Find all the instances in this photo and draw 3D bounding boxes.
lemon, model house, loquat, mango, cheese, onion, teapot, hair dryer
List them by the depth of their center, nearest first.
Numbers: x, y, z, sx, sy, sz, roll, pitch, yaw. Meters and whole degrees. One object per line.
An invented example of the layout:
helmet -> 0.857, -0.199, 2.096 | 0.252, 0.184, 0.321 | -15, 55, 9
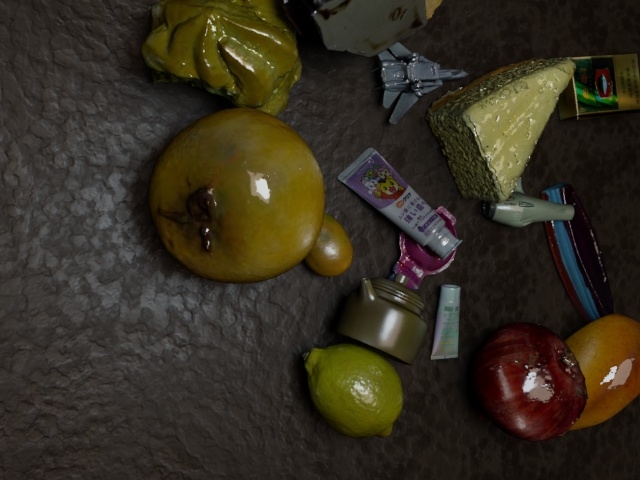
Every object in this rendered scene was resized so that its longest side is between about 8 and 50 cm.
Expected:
loquat -> -0.140, -0.085, 1.252 | 0.329, 0.328, 0.359 | 68, 25, -7
model house -> 0.025, -0.517, 1.292 | 0.317, 0.297, 0.283 | -34, 72, -15
lemon -> 0.068, 0.306, 1.381 | 0.248, 0.184, 0.184 | 45, 73, -6
mango -> 0.005, 0.000, 1.415 | 0.111, 0.089, 0.163 | -22, 89, -21
teapot -> 0.151, 0.158, 1.423 | 0.267, 0.185, 0.176 | 35, 78, -46
onion -> 0.482, 0.319, 1.523 | 0.276, 0.276, 0.277 | 1, 88, -23
cheese -> 0.231, 0.031, 1.524 | 0.155, 0.062, 0.244 | 38, 77, -16
hair dryer -> 0.526, -0.121, 1.637 | 0.218, 0.088, 0.225 | 23, 73, -5
mango -> 0.677, 0.333, 1.649 | 0.201, 0.199, 0.350 | 44, 87, 11

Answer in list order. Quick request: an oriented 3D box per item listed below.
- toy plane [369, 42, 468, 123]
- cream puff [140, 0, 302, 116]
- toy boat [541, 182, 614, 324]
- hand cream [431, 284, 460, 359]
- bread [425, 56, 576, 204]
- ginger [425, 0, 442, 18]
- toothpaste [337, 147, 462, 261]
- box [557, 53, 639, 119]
toy plane -> 0.247, -0.381, 1.527 | 0.267, 0.088, 0.213 | -8, 92, -23
cream puff -> -0.158, -0.382, 1.263 | 0.323, 0.269, 0.275 | 20, 76, -25
toy boat -> 0.670, 0.043, 1.709 | 0.136, 0.079, 0.393 | -21, 94, -22
hand cream -> 0.298, 0.193, 1.562 | 0.076, 0.047, 0.175 | 0, 97, -24
bread -> 0.436, -0.253, 1.521 | 0.315, 0.248, 0.279 | -19, 101, -9
ginger -> 0.072, -0.619, 1.459 | 0.348, 0.122, 0.363 | -26, 104, -20
toothpaste -> 0.181, -0.078, 1.468 | 0.299, 0.073, 0.114 | 43, 74, 8
box -> 0.732, -0.402, 1.745 | 0.239, 0.071, 0.160 | -10, 95, -23
